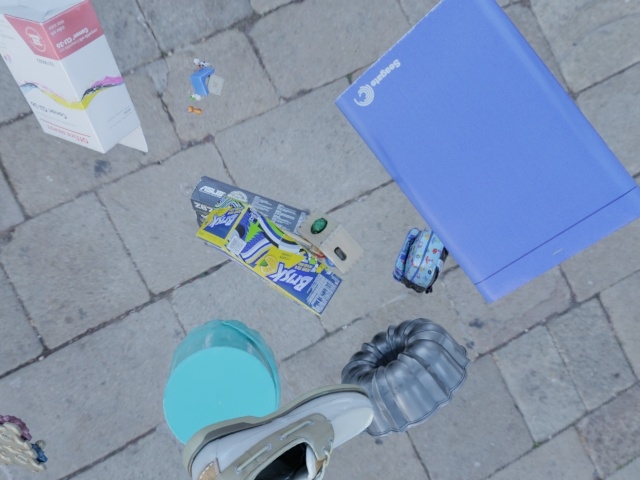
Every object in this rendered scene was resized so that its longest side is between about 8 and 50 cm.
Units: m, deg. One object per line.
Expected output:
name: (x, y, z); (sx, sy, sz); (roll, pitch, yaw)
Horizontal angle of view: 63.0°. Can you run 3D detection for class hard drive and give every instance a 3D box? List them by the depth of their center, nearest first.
hard drive: (0.191, -0.108, 0.617); (0.210, 0.040, 0.319); (-38, 89, 27)

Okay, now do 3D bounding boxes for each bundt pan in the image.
bundt pan: (0.180, 0.305, 1.248); (0.330, 0.331, 0.124); (-37, 100, -8)

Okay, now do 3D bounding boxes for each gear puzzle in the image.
gear puzzle: (-0.719, 0.388, 1.078); (0.338, 0.044, 0.176); (6, 127, 14)

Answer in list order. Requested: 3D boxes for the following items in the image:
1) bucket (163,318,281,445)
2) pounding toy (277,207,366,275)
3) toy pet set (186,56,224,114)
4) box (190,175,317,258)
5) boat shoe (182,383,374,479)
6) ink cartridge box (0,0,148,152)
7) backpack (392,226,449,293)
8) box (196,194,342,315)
bucket: (-0.222, 0.333, 1.191); (0.280, 0.183, 0.282); (-1, 96, -8)
pounding toy: (0.000, 0.000, 1.163); (0.100, 0.130, 0.141); (-48, 129, -5)
toy pet set: (-0.280, -0.352, 1.180); (0.065, 0.114, 0.122); (9, 99, -49)
box: (-0.182, -0.021, 1.594); (0.394, 0.318, 0.097); (19, 67, 6)
boat shoe: (-0.034, 0.294, 0.738); (0.302, 0.103, 0.113); (-9, 121, -34)
ink cartridge box: (-0.291, -0.179, 0.612); (0.115, 0.198, 0.067); (20, 53, 25)
backpack: (0.257, 0.039, 1.304); (0.116, 0.173, 0.158); (23, 76, 10)
box: (-0.052, 0.020, 0.580); (0.169, 0.059, 0.054); (42, 76, -41)
